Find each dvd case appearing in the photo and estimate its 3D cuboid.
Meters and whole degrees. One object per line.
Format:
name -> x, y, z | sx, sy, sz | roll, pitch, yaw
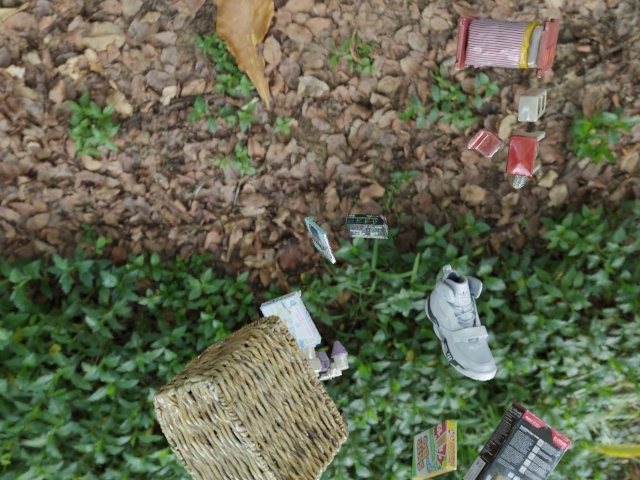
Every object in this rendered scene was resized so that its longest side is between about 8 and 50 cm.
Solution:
dvd case -> 0.000, 0.000, 1.451 | 0.013, 0.087, 0.119 | -36, 139, -13

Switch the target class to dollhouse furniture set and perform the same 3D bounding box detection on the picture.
dollhouse furniture set -> 0.436, -0.342, 1.308 | 0.201, 0.152, 0.374 | 13, 119, 28

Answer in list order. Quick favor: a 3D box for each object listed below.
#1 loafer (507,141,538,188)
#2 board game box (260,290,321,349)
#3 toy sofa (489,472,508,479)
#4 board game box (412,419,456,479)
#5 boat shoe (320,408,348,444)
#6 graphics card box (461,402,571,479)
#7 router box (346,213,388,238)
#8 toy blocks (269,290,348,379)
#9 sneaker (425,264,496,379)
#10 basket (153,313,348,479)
loafer -> 0.561, -0.222, 1.521 | 0.056, 0.050, 0.148 | 11, 106, -28
board game box -> -0.078, 0.218, 1.431 | 0.104, 0.026, 0.154 | -21, 108, 15
toy sofa -> 0.144, 0.478, 0.703 | 0.150, 0.177, 0.362 | 48, 127, 17
board game box -> 0.316, 0.601, 1.540 | 0.039, 0.124, 0.259 | 13, 148, -6
boat shoe -> -0.047, 0.480, 1.376 | 0.258, 0.095, 0.095 | -4, 99, -32
graphics card box -> 0.686, 0.793, 1.920 | 0.233, 0.094, 0.371 | 35, 85, -13
router box -> 0.148, -0.044, 1.702 | 0.123, 0.038, 0.092 | 3, 153, 15
toy blocks -> -0.079, 0.333, 1.815 | 0.309, 0.260, 0.288 | -1, 156, -26
sneaker -> 0.451, 0.250, 1.718 | 0.137, 0.365, 0.210 | -9, 132, -14
basket -> -0.129, 0.330, 1.003 | 0.213, 0.223, 0.299 | -26, 100, 35
